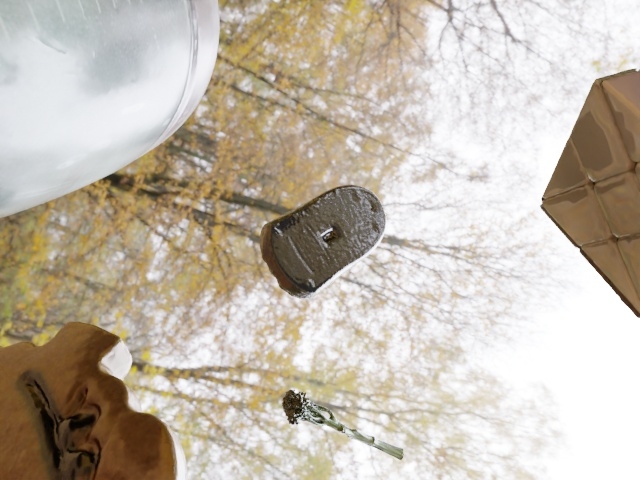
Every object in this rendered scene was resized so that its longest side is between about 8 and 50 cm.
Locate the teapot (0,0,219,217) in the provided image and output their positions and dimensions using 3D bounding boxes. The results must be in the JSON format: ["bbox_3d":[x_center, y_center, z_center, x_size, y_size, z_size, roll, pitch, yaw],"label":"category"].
[{"bbox_3d":[-0.236,-0.155,0.394,0.233,0.315,0.312,-22,-163,21],"label":"teapot"}]

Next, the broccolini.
[{"bbox_3d":[0.037,0.242,0.882,0.042,0.218,0.044,-57,-151,5],"label":"broccolini"}]

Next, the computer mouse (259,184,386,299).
[{"bbox_3d":[0.000,0.000,1.124,0.270,0.137,0.086,-33,180,-41],"label":"computer mouse"}]

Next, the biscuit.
[{"bbox_3d":[-0.227,0.188,0.450,0.278,0.043,0.301,7,-122,32],"label":"biscuit"}]

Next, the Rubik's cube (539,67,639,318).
[{"bbox_3d":[0.448,-0.073,0.834,0.221,0.225,0.231,59,-21,33],"label":"Rubik's cube"}]
